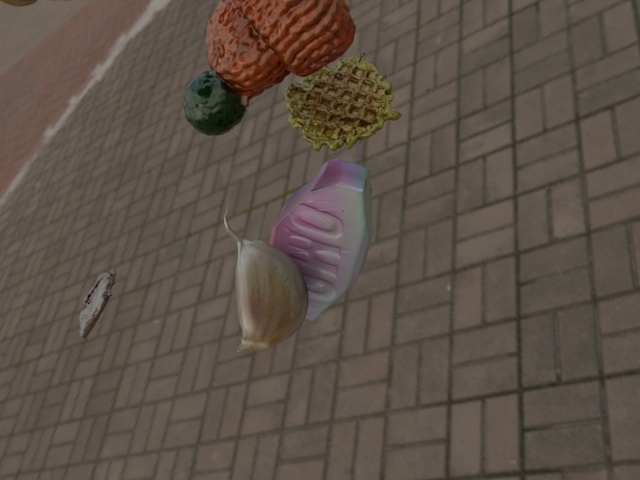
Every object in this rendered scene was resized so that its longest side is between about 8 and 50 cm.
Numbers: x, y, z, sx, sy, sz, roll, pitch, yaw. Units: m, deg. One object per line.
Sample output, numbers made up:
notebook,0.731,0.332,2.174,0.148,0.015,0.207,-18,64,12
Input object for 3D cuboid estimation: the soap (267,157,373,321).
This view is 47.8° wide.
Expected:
soap,0.000,0.000,1.421,0.109,0.193,0.323,-64,-8,-58

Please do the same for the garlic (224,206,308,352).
garlic,-0.101,0.069,1.340,0.129,0.148,0.266,-19,77,11

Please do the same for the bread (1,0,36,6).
bread,-0.489,-0.593,1.143,0.246,0.423,0.329,-9,11,10

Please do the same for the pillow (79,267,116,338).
pillow,-0.589,0.156,1.902,0.135,0.049,0.248,-55,20,7

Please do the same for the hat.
hat,-0.132,-0.407,1.495,0.400,0.285,0.285,-40,38,25

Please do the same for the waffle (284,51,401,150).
waffle,0.046,-0.315,1.652,0.254,0.052,0.245,-26,62,-7
